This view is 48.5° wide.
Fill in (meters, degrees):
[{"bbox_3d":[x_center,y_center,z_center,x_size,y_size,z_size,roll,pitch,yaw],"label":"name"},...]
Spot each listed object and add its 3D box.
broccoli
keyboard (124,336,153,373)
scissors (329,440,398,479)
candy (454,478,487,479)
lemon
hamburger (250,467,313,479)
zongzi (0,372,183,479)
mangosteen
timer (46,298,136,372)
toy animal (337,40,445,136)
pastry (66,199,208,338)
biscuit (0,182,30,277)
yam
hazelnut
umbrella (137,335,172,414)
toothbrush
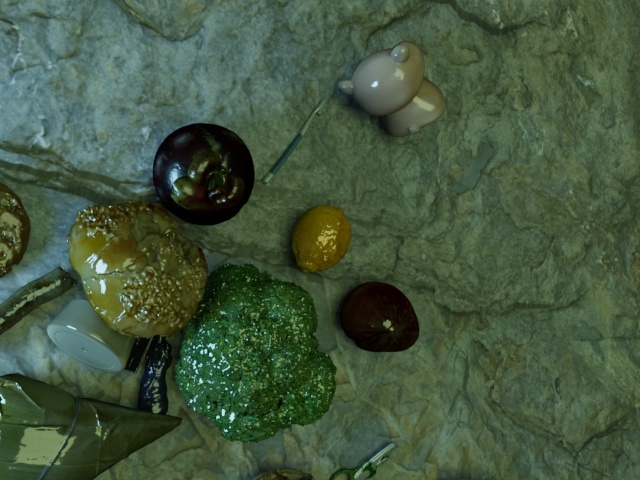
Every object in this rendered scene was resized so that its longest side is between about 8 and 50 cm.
[{"bbox_3d":[-0.153,0.249,1.539,0.413,0.310,0.321,40,61,18],"label":"broccoli"},{"bbox_3d":[-0.392,0.212,1.561,0.155,0.053,0.010,-68,155,-12],"label":"keyboard"},{"bbox_3d":[0.116,0.578,1.794,0.204,0.027,0.101,-38,106,-20],"label":"scissors"},{"bbox_3d":[0.421,0.811,1.841,0.427,0.186,0.386,48,61,-14],"label":"candy"},{"bbox_3d":[0.000,0.000,1.702,0.142,0.142,0.187,36,71,-20],"label":"lemon"},{"bbox_3d":[-0.118,0.651,1.611,0.282,0.155,0.245,-16,93,-23],"label":"hamburger"},{"bbox_3d":[-0.509,0.480,1.419,0.392,0.174,0.356,19,81,-21],"label":"zongzi"},{"bbox_3d":[-0.244,-0.135,1.524,0.228,0.265,0.228,-6,109,-18],"label":"mangosteen"},{"bbox_3d":[-0.432,0.122,1.509,0.175,0.175,0.266,38,54,-19],"label":"timer"},{"bbox_3d":[0.190,-0.368,1.781,0.221,0.210,0.229,62,30,-5],"label":"toy animal"},{"bbox_3d":[-0.358,0.041,1.429,0.255,0.162,0.311,-22,71,-48],"label":"pastry"},{"bbox_3d":[-0.698,-0.018,1.427,0.225,0.042,0.226,1,89,-25],"label":"biscuit"},{"bbox_3d":[-0.619,0.137,1.448,0.253,0.061,0.061,-37,103,-23],"label":"yam"},{"bbox_3d":[0.154,0.196,1.752,0.204,0.178,0.178,42,72,-18],"label":"hazelnut"},{"bbox_3d":[-0.359,0.273,1.571,0.070,0.071,0.248,10,75,-25],"label":"umbrella"},{"bbox_3d":[-0.059,-0.243,1.752,0.025,0.019,0.276,43,71,-26],"label":"toothbrush"}]
